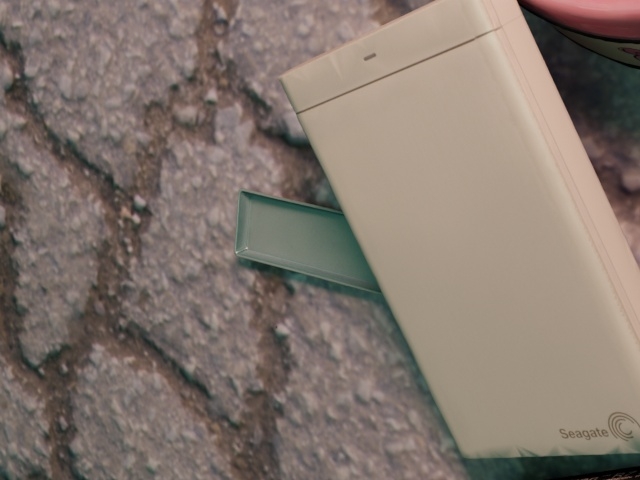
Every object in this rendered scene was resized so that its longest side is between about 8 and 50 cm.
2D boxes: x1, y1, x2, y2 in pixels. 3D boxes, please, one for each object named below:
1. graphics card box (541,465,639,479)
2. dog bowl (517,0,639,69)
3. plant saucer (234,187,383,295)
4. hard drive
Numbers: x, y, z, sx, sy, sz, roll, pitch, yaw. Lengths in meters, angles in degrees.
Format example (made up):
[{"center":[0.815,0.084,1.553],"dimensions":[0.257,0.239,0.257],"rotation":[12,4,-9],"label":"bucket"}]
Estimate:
[{"center":[0.228,0.297,0.957],"dimensions":[0.371,0.094,0.232],"rotation":[-19,85,39],"label":"graphics card box"},{"center":[0.234,-0.313,0.823],"dimensions":[0.408,0.150,0.407],"rotation":[7,102,36],"label":"dog bowl"},{"center":[0.000,0.000,1.133],"dimensions":[0.192,0.018,0.067],"rotation":[14,105,36],"label":"plant saucer"},{"center":[0.120,0.000,0.934],"dimensions":[0.233,0.047,0.353],"rotation":[-15,104,53],"label":"hard drive"}]
